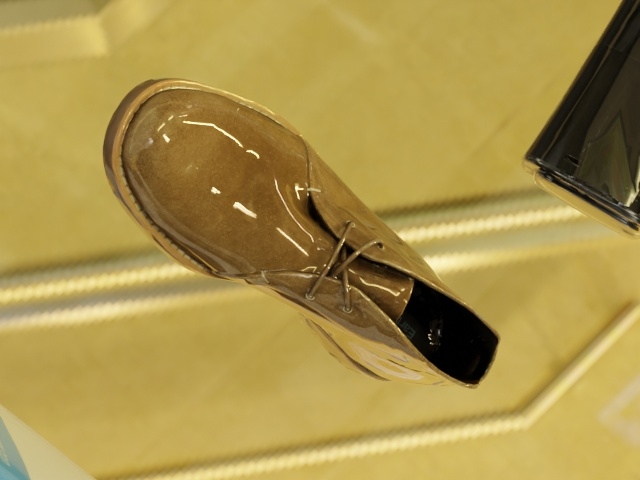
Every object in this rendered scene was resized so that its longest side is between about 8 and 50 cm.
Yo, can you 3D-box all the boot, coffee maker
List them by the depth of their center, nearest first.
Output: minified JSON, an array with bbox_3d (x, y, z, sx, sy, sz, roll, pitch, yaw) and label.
[{"bbox_3d":[0.000,0.000,1.171,0.305,0.115,0.112,37,79,-36],"label":"boot"},{"bbox_3d":[0.211,-0.101,1.252,0.178,0.120,0.171,-60,149,-3],"label":"coffee maker"}]

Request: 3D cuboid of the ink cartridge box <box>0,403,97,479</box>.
[{"bbox_3d":[-0.160,0.259,0.898,0.285,0.395,0.166,-50,-157,-3],"label":"ink cartridge box"}]
